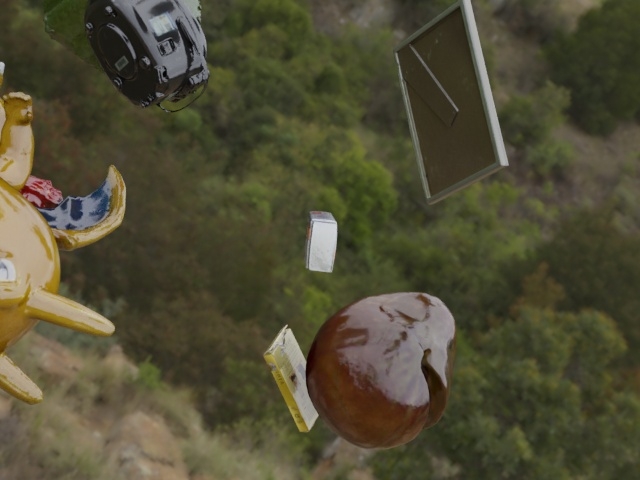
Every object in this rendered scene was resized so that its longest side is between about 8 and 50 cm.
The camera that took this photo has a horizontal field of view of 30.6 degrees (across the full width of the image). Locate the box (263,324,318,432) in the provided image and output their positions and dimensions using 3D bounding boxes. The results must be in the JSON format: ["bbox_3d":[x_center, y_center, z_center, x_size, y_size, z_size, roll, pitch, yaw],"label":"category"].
[{"bbox_3d":[-0.039,0.207,1.749,0.149,0.020,0.073,67,32,-19],"label":"box"}]

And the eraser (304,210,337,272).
[{"bbox_3d":[0.000,0.000,1.206,0.029,0.052,0.122,5,6,-2],"label":"eraser"}]

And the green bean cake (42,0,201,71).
[{"bbox_3d":[-0.330,-0.402,1.954,0.250,0.156,0.247,26,49,-40],"label":"green bean cake"}]

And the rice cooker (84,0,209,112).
[{"bbox_3d":[-0.240,-0.271,1.613,0.118,0.142,0.203,-38,96,-45],"label":"rice cooker"}]

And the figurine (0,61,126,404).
[{"bbox_3d":[-0.402,-0.026,1.374,0.400,0.268,0.387,-4,46,-22],"label":"figurine"}]

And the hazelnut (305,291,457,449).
[{"bbox_3d":[0.100,0.175,1.688,0.217,0.217,0.251,40,51,9],"label":"hazelnut"}]

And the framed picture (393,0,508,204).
[{"bbox_3d":[0.210,-0.227,1.951,0.020,0.211,0.290,-4,76,-33],"label":"framed picture"}]
